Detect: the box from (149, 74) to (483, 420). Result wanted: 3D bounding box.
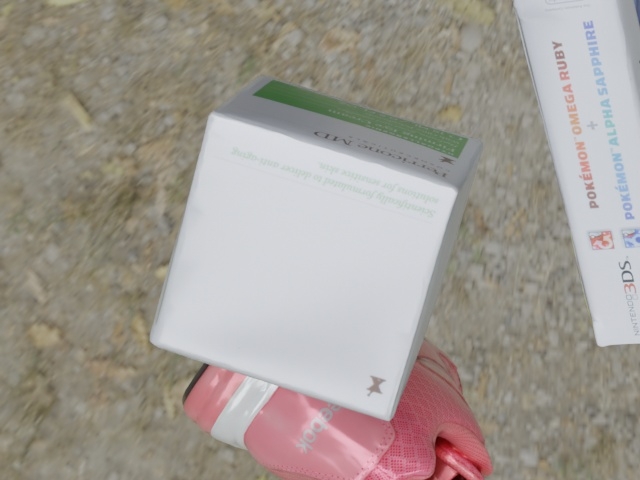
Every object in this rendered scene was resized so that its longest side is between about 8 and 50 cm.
[{"bbox_3d":[0.000,0.000,0.639,0.101,0.087,0.102,18,110,6],"label":"box"}]

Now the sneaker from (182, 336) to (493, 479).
[{"bbox_3d":[0.035,0.114,0.875,0.136,0.314,0.116,40,94,20],"label":"sneaker"}]

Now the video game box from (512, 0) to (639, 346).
[{"bbox_3d":[0.145,-0.086,0.740,0.048,0.205,0.187,-1,127,22],"label":"video game box"}]
